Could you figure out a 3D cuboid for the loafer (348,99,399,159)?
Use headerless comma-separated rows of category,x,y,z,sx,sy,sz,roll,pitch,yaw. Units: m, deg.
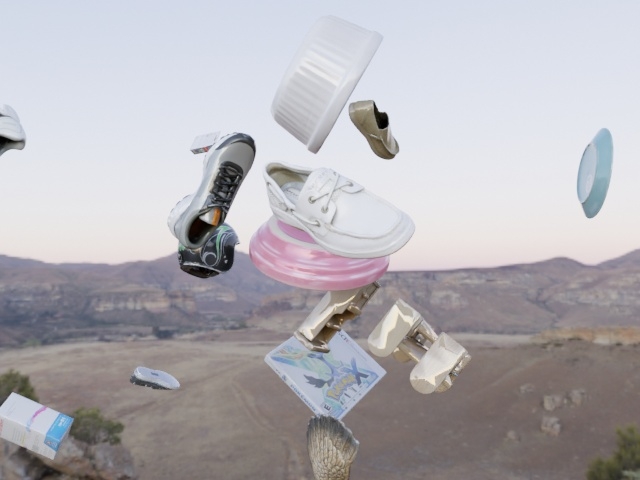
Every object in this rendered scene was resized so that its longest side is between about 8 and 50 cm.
loafer,0.106,-0.198,0.977,0.050,0.056,0.148,-15,-35,34

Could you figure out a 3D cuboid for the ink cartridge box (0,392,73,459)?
ink cartridge box,-0.533,0.344,1.005,0.122,0.052,0.088,27,-50,-10

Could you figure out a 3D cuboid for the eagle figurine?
eagle figurine,0.040,0.478,0.979,0.226,0.225,0.298,24,-21,50

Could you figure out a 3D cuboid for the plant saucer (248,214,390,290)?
plant saucer,0.000,0.000,1.267,0.332,0.084,0.332,4,26,-2

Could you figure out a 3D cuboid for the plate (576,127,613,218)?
plate,0.561,-0.139,1.124,0.024,0.188,0.188,7,-4,10

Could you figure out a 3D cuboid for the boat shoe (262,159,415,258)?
boat shoe,0.006,-0.055,0.767,0.277,0.098,0.096,21,-31,43

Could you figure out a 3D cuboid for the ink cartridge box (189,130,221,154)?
ink cartridge box,-0.376,-0.324,1.801,0.115,0.063,0.029,-3,-34,32

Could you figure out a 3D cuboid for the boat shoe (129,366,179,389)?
boat shoe,-0.436,0.370,1.427,0.142,0.040,0.049,35,9,-42

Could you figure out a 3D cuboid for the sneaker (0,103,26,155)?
sneaker,-0.842,-0.220,1.270,0.292,0.118,0.110,-31,-16,-25

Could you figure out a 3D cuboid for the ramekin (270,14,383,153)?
ramekin,0.004,-0.318,1.086,0.127,0.273,0.273,30,-9,-5

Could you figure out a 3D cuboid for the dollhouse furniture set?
dollhouse furniture set,0.169,0.285,1.451,0.394,0.256,0.362,38,-1,22

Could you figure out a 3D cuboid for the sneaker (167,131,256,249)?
sneaker,-0.209,-0.096,1.114,0.100,0.271,0.108,24,15,-39

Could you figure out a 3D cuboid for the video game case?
video game case,0.025,0.413,1.778,0.329,0.300,0.036,-28,-25,-49

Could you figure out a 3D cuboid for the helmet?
helmet,-0.312,0.015,1.519,0.169,0.161,0.169,8,-20,3
